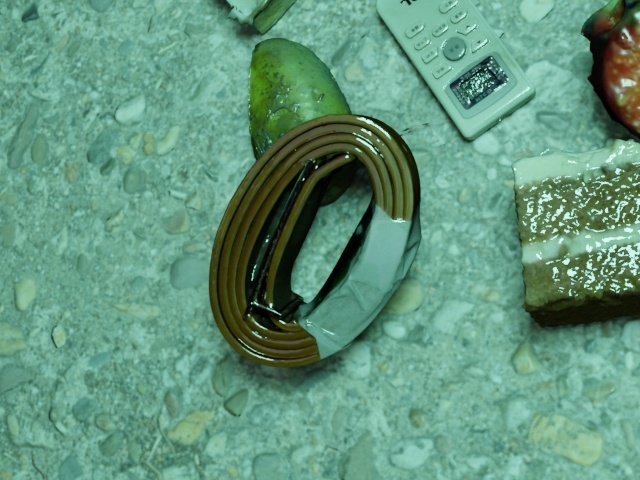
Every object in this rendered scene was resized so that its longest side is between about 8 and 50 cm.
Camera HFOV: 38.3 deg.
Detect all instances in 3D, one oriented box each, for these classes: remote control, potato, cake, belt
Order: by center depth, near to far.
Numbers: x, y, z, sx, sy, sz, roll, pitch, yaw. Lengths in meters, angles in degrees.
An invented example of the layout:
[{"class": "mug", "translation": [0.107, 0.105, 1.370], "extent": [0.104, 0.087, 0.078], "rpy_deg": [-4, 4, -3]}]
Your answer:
[{"class": "cake", "translation": [0.248, -0.004, 0.843], "extent": [0.135, 0.134, 0.147], "rpy_deg": [-11, 72, 17]}, {"class": "belt", "translation": [0.000, 0.000, 0.911], "extent": [0.184, 0.105, 0.261], "rpy_deg": [24, 99, 4]}, {"class": "remote control", "translation": [0.135, -0.202, 0.951], "extent": [0.087, 0.029, 0.190], "rpy_deg": [-34, 75, 12]}, {"class": "potato", "translation": [-0.029, -0.132, 0.987], "extent": [0.119, 0.054, 0.198], "rpy_deg": [-12, 80, 19]}, {"class": "potato", "translation": [-0.085, -0.291, 1.018], "extent": [0.086, 0.061, 0.122], "rpy_deg": [-44, 75, 9]}]

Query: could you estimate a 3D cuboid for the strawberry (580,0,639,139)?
[{"class": "strawberry", "translation": [0.395, -0.138, 0.824], "extent": [0.233, 0.138, 0.306], "rpy_deg": [-36, 100, 30]}]
